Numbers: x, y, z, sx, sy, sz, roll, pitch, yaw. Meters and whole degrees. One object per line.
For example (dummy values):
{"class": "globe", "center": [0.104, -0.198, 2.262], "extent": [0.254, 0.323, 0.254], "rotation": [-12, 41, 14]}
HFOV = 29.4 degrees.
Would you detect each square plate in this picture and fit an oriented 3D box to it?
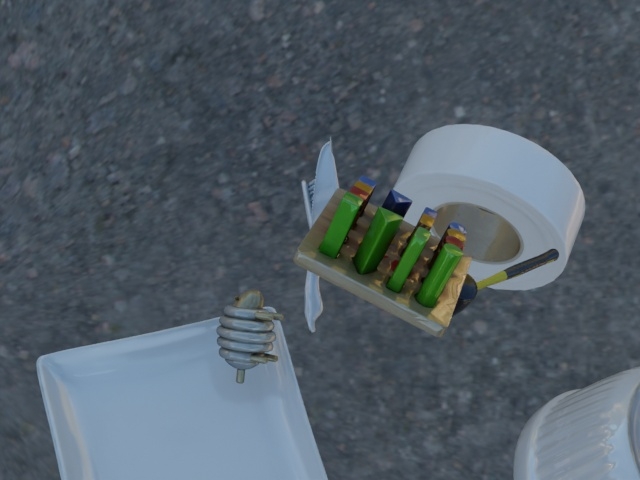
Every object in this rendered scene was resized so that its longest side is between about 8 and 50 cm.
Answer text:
{"class": "square plate", "center": [-0.183, 0.282, 1.662], "extent": [0.347, 0.049, 0.344], "rotation": [-12, 64, -14]}

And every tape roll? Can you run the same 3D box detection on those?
{"class": "tape roll", "center": [0.250, -0.045, 1.849], "extent": [0.286, 0.286, 0.100], "rotation": [34, 60, -14]}

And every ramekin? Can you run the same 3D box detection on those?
{"class": "ramekin", "center": [0.266, 0.197, 0.963], "extent": [0.207, 0.109, 0.207], "rotation": [19, 51, -24]}

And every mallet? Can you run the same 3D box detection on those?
{"class": "mallet", "center": [0.197, 0.046, 1.392], "extent": [0.190, 0.062, 0.039], "rotation": [-16, 72, -41]}

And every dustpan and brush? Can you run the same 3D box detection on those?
{"class": "dustpan and brush", "center": [0.000, 0.000, 1.422], "extent": [0.060, 0.147, 0.211], "rotation": [-8, 79, 0]}

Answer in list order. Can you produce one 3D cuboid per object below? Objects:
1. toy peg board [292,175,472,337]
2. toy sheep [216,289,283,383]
{"class": "toy peg board", "center": [0.079, -0.006, 1.210], "extent": [0.161, 0.160, 0.079], "rotation": [28, 120, 3]}
{"class": "toy sheep", "center": [-0.101, 0.132, 1.680], "extent": [0.091, 0.091, 0.132], "rotation": [10, 89, -18]}
